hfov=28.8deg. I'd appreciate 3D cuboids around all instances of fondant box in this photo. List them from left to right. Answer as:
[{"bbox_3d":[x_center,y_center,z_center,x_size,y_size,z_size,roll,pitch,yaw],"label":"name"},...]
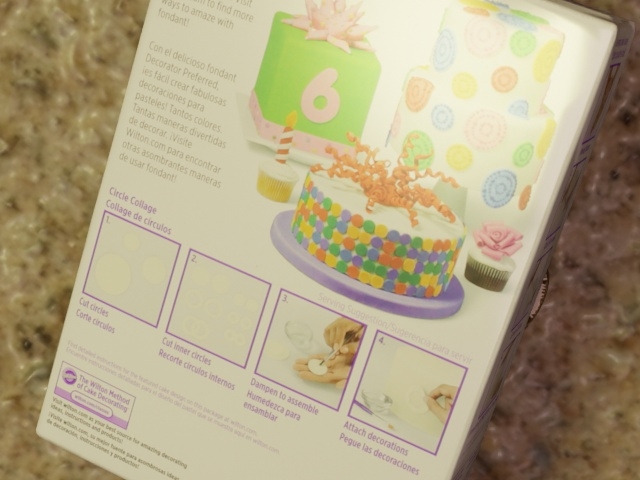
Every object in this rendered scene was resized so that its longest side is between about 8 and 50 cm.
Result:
[{"bbox_3d":[0.000,0.000,0.687,0.238,0.096,0.330,23,107,17],"label":"fondant box"}]

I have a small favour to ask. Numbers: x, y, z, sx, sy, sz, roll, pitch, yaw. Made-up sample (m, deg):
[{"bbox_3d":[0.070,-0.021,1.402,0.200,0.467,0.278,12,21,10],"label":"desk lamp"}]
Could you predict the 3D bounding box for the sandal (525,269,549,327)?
[{"bbox_3d":[0.050,0.065,0.766,0.090,0.060,0.219,45,117,8],"label":"sandal"}]
